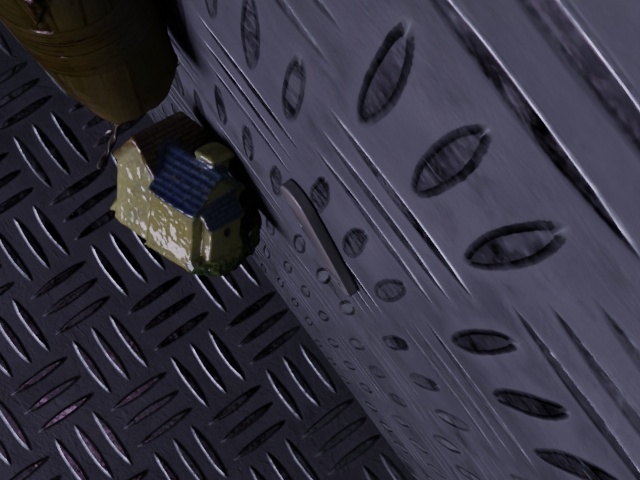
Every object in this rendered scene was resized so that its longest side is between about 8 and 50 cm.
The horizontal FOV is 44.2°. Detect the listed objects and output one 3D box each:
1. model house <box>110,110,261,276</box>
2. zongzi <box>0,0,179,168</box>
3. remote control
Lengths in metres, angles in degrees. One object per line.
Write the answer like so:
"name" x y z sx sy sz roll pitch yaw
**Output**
"model house" -0.267 -0.125 1.683 0.321 0.261 0.266 31 136 25
"zongzi" -0.412 -0.417 1.201 0.467 0.218 0.500 53 169 17
"remote control" 0.000 0.000 1.261 0.077 0.022 0.245 47 170 52
